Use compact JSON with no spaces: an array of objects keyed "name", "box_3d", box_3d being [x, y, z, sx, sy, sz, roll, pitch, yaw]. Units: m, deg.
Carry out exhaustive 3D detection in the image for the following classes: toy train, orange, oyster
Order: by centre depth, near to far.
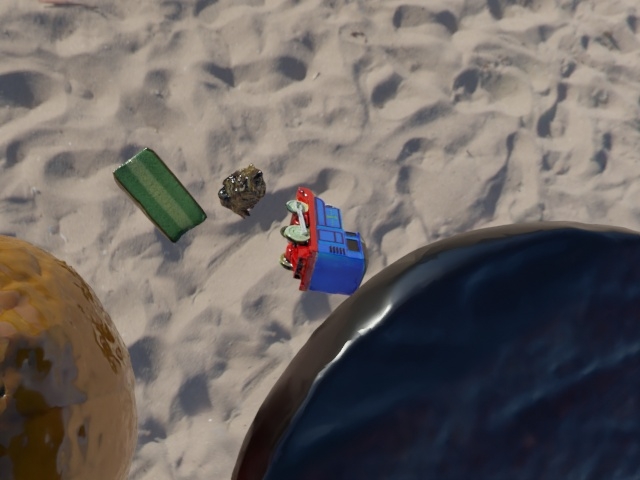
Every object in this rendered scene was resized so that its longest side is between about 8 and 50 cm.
[{"name":"orange","box_3d":[-0.321,0.158,0.509,0.341,0.293,0.340,-2,79,12]},{"name":"oyster","box_3d":[-0.130,-0.088,0.979,0.029,0.132,0.086,-27,65,-40]},{"name":"toy train","box_3d":[0.000,0.000,0.983,0.131,0.082,0.204,8,32,-9]}]

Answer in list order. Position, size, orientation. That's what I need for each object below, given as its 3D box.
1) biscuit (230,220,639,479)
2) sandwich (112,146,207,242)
[{"name":"biscuit","box_3d":[0.133,0.184,0.400,0.408,0.091,0.406,-2,99,-14]},{"name":"sandwich","box_3d":[-0.234,-0.065,0.875,0.074,0.074,0.116,-41,69,-13]}]
